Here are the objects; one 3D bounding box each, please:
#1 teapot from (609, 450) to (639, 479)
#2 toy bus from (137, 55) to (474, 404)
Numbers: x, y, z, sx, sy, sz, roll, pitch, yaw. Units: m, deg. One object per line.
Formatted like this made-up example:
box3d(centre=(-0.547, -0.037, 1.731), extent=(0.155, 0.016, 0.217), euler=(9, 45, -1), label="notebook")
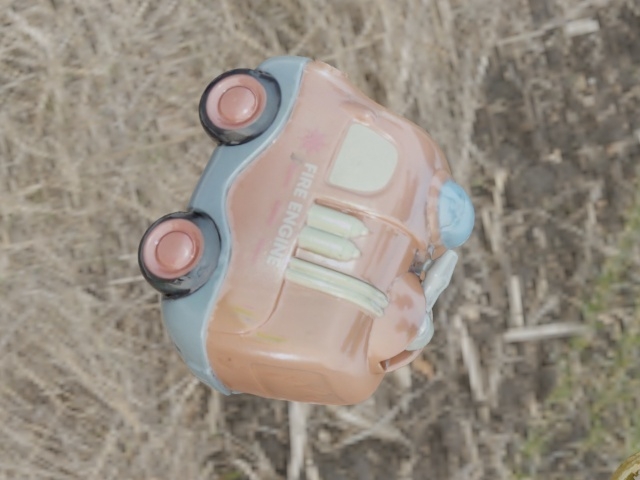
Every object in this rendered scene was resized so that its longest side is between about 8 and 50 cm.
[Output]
box3d(centre=(0.353, 0.221, 1.165), extent=(0.203, 0.311, 0.167), euler=(46, 54, -41), label="teapot")
box3d(centre=(0.000, 0.000, 1.255), extent=(0.288, 0.232, 0.194), euler=(-66, 156, -17), label="toy bus")
